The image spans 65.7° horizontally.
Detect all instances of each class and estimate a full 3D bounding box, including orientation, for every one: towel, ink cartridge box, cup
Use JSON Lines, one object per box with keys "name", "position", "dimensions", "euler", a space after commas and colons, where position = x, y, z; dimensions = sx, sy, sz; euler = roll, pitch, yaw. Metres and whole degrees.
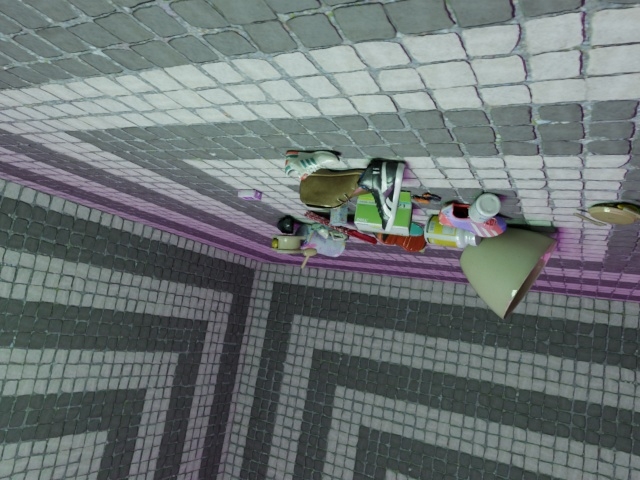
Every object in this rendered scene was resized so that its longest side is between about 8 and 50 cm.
{"name": "towel", "position": [0.086, -0.054, 2.045], "dimensions": [0.275, 0.031, 0.199], "euler": [24, -177, 37]}
{"name": "ink cartridge box", "position": [0.209, -0.094, 1.669], "dimensions": [0.189, 0.097, 0.255], "euler": [7, 172, 13]}
{"name": "cup", "position": [0.646, 0.080, 1.775], "dimensions": [0.237, 0.331, 0.331], "euler": [35, -176, 27]}

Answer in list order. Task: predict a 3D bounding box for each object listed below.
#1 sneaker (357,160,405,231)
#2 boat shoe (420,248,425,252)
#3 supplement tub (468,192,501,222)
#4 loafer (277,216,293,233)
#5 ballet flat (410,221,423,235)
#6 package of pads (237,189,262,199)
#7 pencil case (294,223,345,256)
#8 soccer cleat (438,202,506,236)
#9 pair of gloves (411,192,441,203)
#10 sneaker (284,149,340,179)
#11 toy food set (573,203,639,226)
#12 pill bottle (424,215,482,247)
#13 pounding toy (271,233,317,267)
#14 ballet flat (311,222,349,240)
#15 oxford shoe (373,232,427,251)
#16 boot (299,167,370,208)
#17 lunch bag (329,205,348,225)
{"name": "sneaker", "position": [0.157, -0.128, 1.360], "dimensions": [0.121, 0.079, 0.217], "euler": [12, 130, 10]}
{"name": "boat shoe", "position": [0.427, 0.016, 2.326], "dimensions": [0.153, 0.048, 0.056], "euler": [19, -179, -15]}
{"name": "supplement tub", "position": [0.485, -0.095, 1.466], "dimensions": [0.071, 0.071, 0.107], "euler": [8, 171, 6]}
{"name": "loafer", "position": [-0.163, -0.065, 2.291], "dimensions": [0.078, 0.076, 0.223], "euler": [2, 175, -3]}
{"name": "ballet flat", "position": [0.326, -0.058, 1.961], "dimensions": [0.168, 0.057, 0.052], "euler": [12, -161, 3]}
{"name": "package of pads", "position": [-0.267, -0.172, 1.874], "dimensions": [0.083, 0.032, 0.050], "euler": [4, 171, 32]}
{"name": "pencil case", "position": [0.000, 0.000, 2.421], "dimensions": [0.273, 0.124, 0.113], "euler": [20, -150, -45]}
{"name": "soccer cleat", "position": [0.503, -0.069, 1.602], "dimensions": [0.248, 0.083, 0.095], "euler": [11, 159, -12]}
{"name": "pair of gloves", "position": [0.335, -0.134, 1.567], "dimensions": [0.074, 0.010, 0.083], "euler": [14, 168, -31]}
{"name": "sneaker", "position": [-0.025, -0.198, 1.330], "dimensions": [0.161, 0.075, 0.057], "euler": [6, 170, 24]}
{"name": "toy food set", "position": [0.814, -0.077, 1.373], "dimensions": [0.132, 0.038, 0.192], "euler": [19, 174, -16]}
{"name": "pill bottle", "position": [0.467, -0.029, 1.742], "dimensions": [0.184, 0.103, 0.103], "euler": [10, 173, 37]}
{"name": "pounding toy", "position": [-0.148, 0.050, 2.258], "dimensions": [0.154, 0.154, 0.269], "euler": [0, -177, -33]}
{"name": "ballet flat", "position": [0.049, -0.034, 2.291], "dimensions": [0.188, 0.070, 0.070], "euler": [9, 171, -12]}
{"name": "oxford shoe", "position": [0.336, -0.022, 2.086], "dimensions": [0.271, 0.097, 0.098], "euler": [16, -166, -32]}
{"name": "boot", "position": [0.082, -0.143, 1.449], "dimensions": [0.305, 0.115, 0.112], "euler": [3, 165, 21]}
{"name": "lunch bag", "position": [0.066, -0.094, 1.899], "dimensions": [0.053, 0.071, 0.083], "euler": [10, 170, -32]}
